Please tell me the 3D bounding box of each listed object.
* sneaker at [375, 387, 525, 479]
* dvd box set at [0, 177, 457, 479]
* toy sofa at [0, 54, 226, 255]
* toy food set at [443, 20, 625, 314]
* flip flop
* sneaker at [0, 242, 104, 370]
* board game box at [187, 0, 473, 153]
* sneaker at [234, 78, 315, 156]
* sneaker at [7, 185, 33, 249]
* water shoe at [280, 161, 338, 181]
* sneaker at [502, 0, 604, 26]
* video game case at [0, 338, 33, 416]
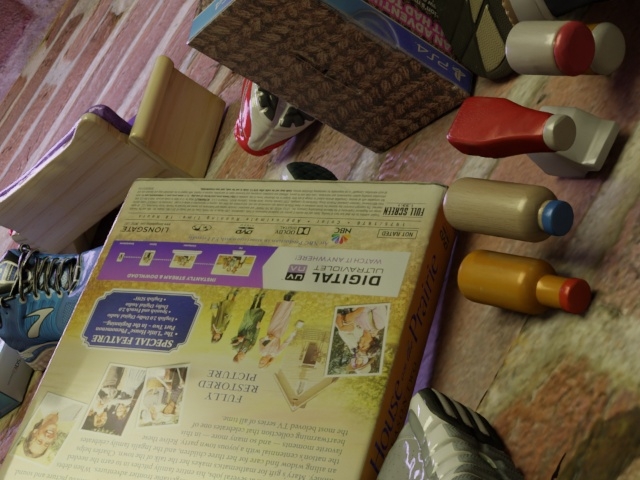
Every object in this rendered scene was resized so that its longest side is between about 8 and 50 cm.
[{"bbox_3d":[0.075,0.195,0.770,0.132,0.086,0.229,-57,14,11],"label":"sneaker"},{"bbox_3d":[-0.083,0.131,0.968,0.307,0.062,0.420,1,54,25],"label":"dvd box set"},{"bbox_3d":[-0.310,-0.111,1.731,0.362,0.177,0.150,-32,34,44],"label":"toy sofa"},{"bbox_3d":[0.169,-0.067,0.876,0.104,0.111,0.232,12,69,51],"label":"toy food set"},{"bbox_3d":[0.150,-0.278,1.129,0.112,0.080,0.277,130,135,-55],"label":"flip flop"},{"bbox_3d":[-0.353,0.074,1.617,0.330,0.147,0.130,-29,36,45],"label":"sneaker"},{"bbox_3d":[0.030,-0.276,1.203,0.141,0.232,0.291,-30,40,47],"label":"board game box"},{"bbox_3d":[-0.048,-0.218,1.472,0.118,0.107,0.279,-41,24,50],"label":"sneaker"},{"bbox_3d":[-0.415,-0.083,1.947,0.087,0.128,0.221,-18,45,54],"label":"sneaker"},{"bbox_3d":[0.000,0.000,1.175,0.203,0.073,0.080,-106,27,-59],"label":"water shoe"},{"bbox_3d":[0.234,-0.256,1.003,0.153,0.099,0.282,-18,21,24],"label":"sneaker"},{"bbox_3d":[-0.501,0.175,1.873,0.269,0.061,0.244,-33,34,41],"label":"video game case"}]
